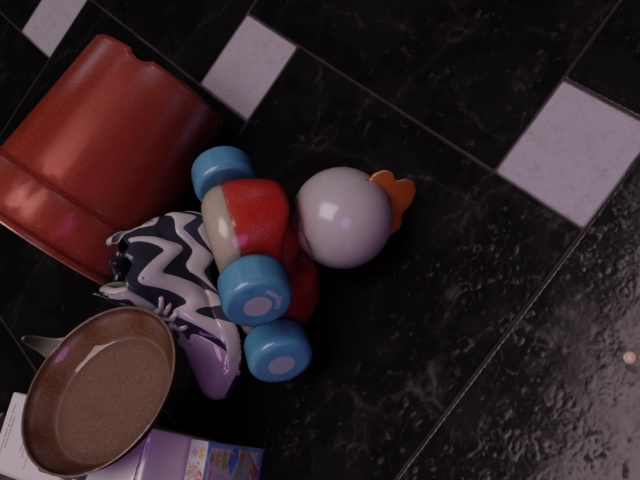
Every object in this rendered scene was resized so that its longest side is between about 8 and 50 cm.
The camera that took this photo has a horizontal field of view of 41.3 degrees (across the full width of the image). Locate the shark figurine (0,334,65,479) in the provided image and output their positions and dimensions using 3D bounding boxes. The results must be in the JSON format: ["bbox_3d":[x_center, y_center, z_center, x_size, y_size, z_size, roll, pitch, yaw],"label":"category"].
[{"bbox_3d":[-0.372,0.267,1.163,0.116,0.166,0.278,13,62,12],"label":"shark figurine"}]

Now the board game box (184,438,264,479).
[{"bbox_3d":[-0.115,0.304,0.948,0.026,0.103,0.154,0,74,34],"label":"board game box"}]

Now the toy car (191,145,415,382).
[{"bbox_3d":[0.000,0.000,0.956,0.238,0.210,0.219,-18,46,-2],"label":"toy car"}]

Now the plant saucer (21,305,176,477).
[{"bbox_3d":[-0.231,0.165,0.915,0.199,0.036,0.198,-17,48,21],"label":"plant saucer"}]

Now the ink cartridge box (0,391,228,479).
[{"bbox_3d":[-0.238,0.259,1.004,0.237,0.172,0.100,5,74,35],"label":"ink cartridge box"}]

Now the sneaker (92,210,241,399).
[{"bbox_3d":[-0.191,0.085,1.012,0.094,0.153,0.234,-12,88,55],"label":"sneaker"}]

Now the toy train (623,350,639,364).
[{"bbox_3d":[0.339,0.144,0.731,0.125,0.046,0.166,-19,61,30],"label":"toy train"}]

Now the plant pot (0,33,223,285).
[{"bbox_3d":[-0.283,-0.107,1.121,0.272,0.272,0.265,30,85,37],"label":"plant pot"}]
